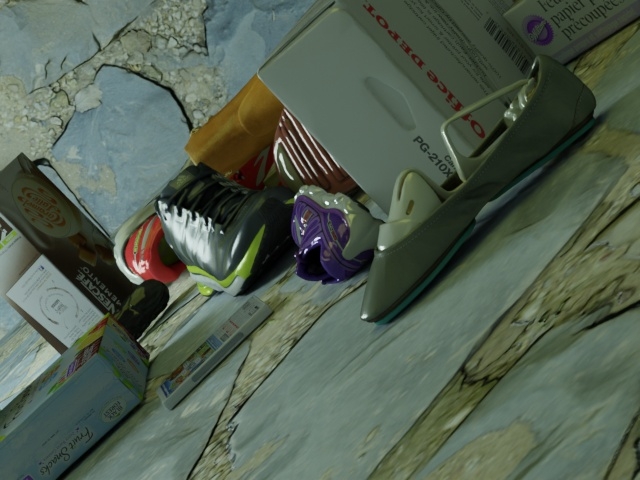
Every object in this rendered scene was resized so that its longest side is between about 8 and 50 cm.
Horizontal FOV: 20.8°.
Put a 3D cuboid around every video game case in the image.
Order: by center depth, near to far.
[{"bbox_3d":[-0.093,0.096,1.512,0.122,0.011,0.087,-44,9,-4],"label":"video game case"}]

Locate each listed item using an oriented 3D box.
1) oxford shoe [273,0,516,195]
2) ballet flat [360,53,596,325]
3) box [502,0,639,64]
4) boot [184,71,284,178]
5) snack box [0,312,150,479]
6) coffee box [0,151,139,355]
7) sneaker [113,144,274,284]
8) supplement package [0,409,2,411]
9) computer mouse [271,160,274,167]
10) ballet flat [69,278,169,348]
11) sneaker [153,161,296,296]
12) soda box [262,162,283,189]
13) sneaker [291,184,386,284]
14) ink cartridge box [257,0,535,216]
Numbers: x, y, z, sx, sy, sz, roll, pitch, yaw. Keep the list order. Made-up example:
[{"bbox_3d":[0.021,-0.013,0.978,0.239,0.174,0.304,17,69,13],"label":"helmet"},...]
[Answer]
[{"bbox_3d":[0.110,-0.169,1.621,0.146,0.140,0.397,-4,-32,-51],"label":"oxford shoe"},{"bbox_3d":[0.088,-0.038,1.144,0.213,0.068,0.072,-44,8,-2],"label":"ballet flat"},{"bbox_3d":[0.261,-0.224,1.279,0.067,0.063,0.324,-48,10,-36],"label":"box"},{"bbox_3d":[-0.056,-0.147,1.980,0.211,0.104,0.295,-38,0,-7],"label":"boot"},{"bbox_3d":[-0.252,0.167,1.693,0.174,0.070,0.207,-42,8,4],"label":"snack box"},{"bbox_3d":[-0.351,0.024,2.242,0.098,0.246,0.141,-40,8,28],"label":"coffee box"},{"bbox_3d":[-0.130,-0.043,2.169,0.279,0.107,0.118,-49,28,-17],"label":"sneaker"},{"bbox_3d":[-0.450,0.255,1.803,0.203,0.149,0.194,-36,23,42],"label":"supplement package"},{"bbox_3d":[0.024,-0.134,2.004,0.242,0.041,0.071,-38,9,27],"label":"computer mouse"},{"bbox_3d":[-0.233,0.115,1.989,0.173,0.057,0.049,-45,-32,-17],"label":"ballet flat"},{"bbox_3d":[-0.101,-0.017,1.726,0.111,0.121,0.300,-46,9,-19],"label":"sneaker"},{"bbox_3d":[-0.007,-0.085,1.850,0.061,0.058,0.181,-40,9,18],"label":"soda box"},{"bbox_3d":[0.000,0.000,1.380,0.071,0.068,0.170,-50,10,-7],"label":"sneaker"},{"bbox_3d":[0.072,-0.142,1.373,0.100,0.172,0.237,-38,10,33],"label":"ink cartridge box"}]
